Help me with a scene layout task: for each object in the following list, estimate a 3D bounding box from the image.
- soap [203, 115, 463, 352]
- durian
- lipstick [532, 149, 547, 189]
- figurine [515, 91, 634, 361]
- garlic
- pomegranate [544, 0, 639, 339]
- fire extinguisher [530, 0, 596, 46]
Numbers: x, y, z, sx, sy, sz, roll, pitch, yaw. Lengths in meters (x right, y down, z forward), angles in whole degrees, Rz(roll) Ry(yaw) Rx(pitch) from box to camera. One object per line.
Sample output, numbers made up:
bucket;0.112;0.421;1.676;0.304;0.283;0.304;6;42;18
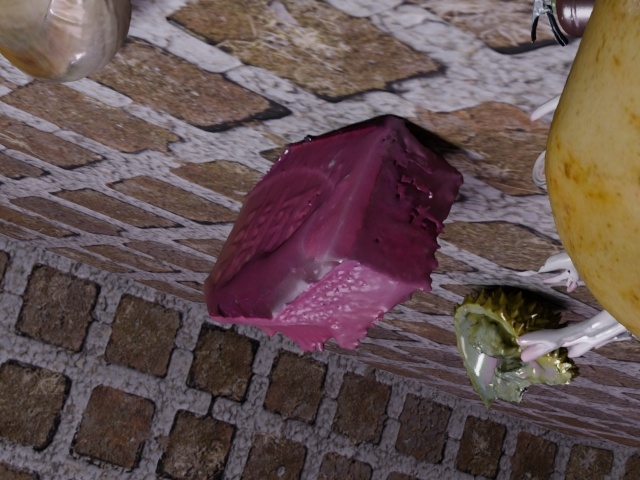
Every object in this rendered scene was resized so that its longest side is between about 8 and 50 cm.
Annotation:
soap;0.000;0.000;1.090;0.127;0.220;0.325;30;165;-20
durian;0.283;0.159;1.549;0.172;0.166;0.306;21;167;-14
lipstick;0.255;-0.044;0.954;0.130;0.038;0.038;22;167;-27
figurine;0.289;-0.010;0.712;0.315;0.206;0.284;19;158;6
garlic;-0.210;-0.180;0.843;0.101;0.087;0.195;40;159;-33
pomegranate;0.219;-0.049;0.436;0.264;0.264;0.264;15;168;3
fire extinguisher;0.190;-0.139;0.595;0.158;0.043;0.064;8;136;33
